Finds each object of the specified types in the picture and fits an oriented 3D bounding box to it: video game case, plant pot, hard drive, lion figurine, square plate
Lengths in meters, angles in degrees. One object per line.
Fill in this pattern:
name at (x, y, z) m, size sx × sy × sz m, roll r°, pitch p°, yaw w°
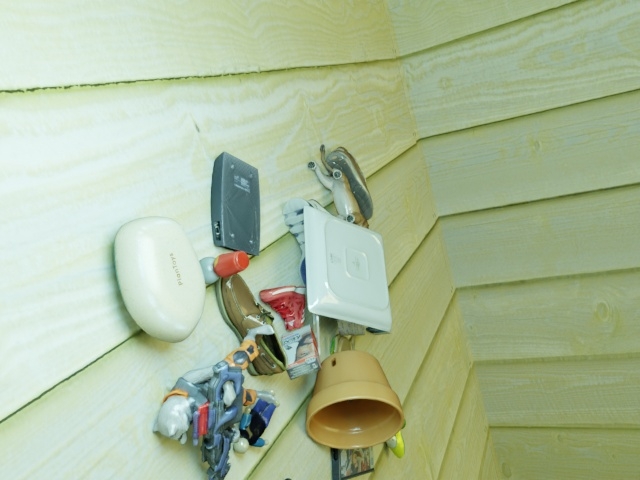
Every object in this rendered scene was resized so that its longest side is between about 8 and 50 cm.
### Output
video game case at (0.112, 0.675, 1.875) m, size 0.275 × 0.035 × 0.248 m, roll 26°, pitch 59°, yaw -58°
plant pot at (0.096, 0.477, 1.681) m, size 0.291 × 0.291 × 0.203 m, roll 57°, pitch 18°, yaw -38°
hard drive at (-0.226, -0.092, 1.459) m, size 0.172 × 0.054 × 0.254 m, roll 22°, pitch 62°, yaw -59°
lion figurine at (0.081, -0.140, 1.984) m, size 0.240 × 0.142 × 0.392 m, roll 13°, pitch 65°, yaw -69°
square plate at (0.096, 0.082, 1.675) m, size 0.344 × 0.049 × 0.347 m, roll 20°, pitch 55°, yaw -38°

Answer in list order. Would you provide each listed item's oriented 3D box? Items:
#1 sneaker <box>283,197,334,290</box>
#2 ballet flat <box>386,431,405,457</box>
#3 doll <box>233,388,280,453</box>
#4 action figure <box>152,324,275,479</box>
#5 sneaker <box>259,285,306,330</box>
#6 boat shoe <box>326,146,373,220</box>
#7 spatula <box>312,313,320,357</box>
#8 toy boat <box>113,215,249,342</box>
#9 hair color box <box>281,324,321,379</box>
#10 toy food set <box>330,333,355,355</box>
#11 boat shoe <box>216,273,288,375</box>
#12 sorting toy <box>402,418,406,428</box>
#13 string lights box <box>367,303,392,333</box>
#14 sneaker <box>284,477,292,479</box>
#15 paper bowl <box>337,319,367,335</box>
sneaker at (0.000, -0.001, 1.785) m, size 0.182 × 0.128 × 0.315 m, roll -27°, pitch 104°, yaw -60°
ballet flat at (0.271, 0.736, 2.138) m, size 0.077 × 0.077 × 0.230 m, roll 2°, pitch 76°, yaw -41°
doll at (-0.163, 0.471, 1.401) m, size 0.189 × 0.046 × 0.129 m, roll -50°, pitch 124°, yaw -57°
action figure at (-0.237, 0.371, 1.237) m, size 0.330 × 0.179 × 0.341 m, roll -16°, pitch 123°, yaw -56°
sneaker at (-0.095, 0.198, 1.582) m, size 0.221 × 0.087 × 0.128 m, roll 6°, pitch 75°, yaw -61°
boat shoe at (0.130, -0.222, 2.125) m, size 0.324 × 0.123 × 0.116 m, roll 65°, pitch 28°, yaw -30°
spatula at (-0.014, 0.254, 1.653) m, size 0.242 × 0.019 × 0.168 m, roll 87°, pitch -1°, yaw -45°
toy boat at (-0.303, 0.078, 1.184) m, size 0.318 × 0.148 × 0.267 m, roll -10°, pitch 85°, yaw -56°
hair color box at (-0.056, 0.311, 1.539) m, size 0.167 × 0.093 × 0.053 m, roll -109°, pitch 178°, yaw -68°
toy food set at (0.071, 0.390, 1.902) m, size 0.192 × 0.039 × 0.132 m, roll 22°, pitch 69°, yaw -65°
boat shoe at (-0.167, 0.210, 1.415) m, size 0.110 × 0.105 × 0.307 m, roll -53°, pitch 128°, yaw -55°
sorting toy at (0.298, 0.711, 2.198) m, size 0.042 × 0.061 × 0.102 m, roll 24°, pitch 37°, yaw -58°
string lights box at (0.194, 0.275, 2.123) m, size 0.260 × 0.077 × 0.133 m, roll 35°, pitch 50°, yaw -55°
sneaker at (-0.107, 0.676, 1.450) m, size 0.057 × 0.047 × 0.119 m, roll 56°, pitch 32°, yaw -18°
paper bowl at (0.134, 0.181, 1.869) m, size 0.284 × 0.148 × 0.284 m, roll -3°, pitch 90°, yaw -84°
